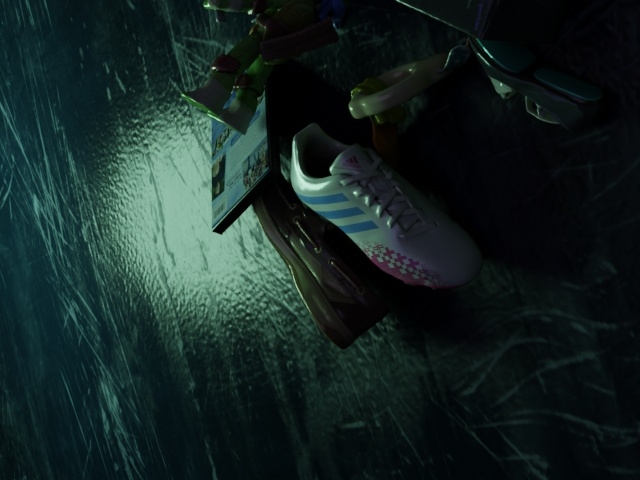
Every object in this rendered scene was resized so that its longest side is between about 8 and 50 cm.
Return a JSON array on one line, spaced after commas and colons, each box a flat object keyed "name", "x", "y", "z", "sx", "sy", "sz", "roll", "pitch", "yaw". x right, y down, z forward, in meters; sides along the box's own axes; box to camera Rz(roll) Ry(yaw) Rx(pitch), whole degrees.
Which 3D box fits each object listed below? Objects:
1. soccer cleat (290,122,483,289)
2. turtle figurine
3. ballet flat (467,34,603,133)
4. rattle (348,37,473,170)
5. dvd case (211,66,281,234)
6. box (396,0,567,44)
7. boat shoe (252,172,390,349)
[{"name": "soccer cleat", "x": 0.079, "y": -0.050, "z": 1.321, "sx": 0.331, "sy": 0.116, "sz": 0.143, "roll": 32, "pitch": 150, "yaw": 29}, {"name": "turtle figurine", "x": -0.126, "y": -0.319, "z": 1.445, "sx": 0.266, "sy": 0.274, "sz": 0.198, "roll": -60, "pitch": 8, "yaw": -1}, {"name": "ballet flat", "x": 0.261, "y": -0.198, "z": 1.195, "sx": 0.203, "sy": 0.074, "sz": 0.074, "roll": 38, "pitch": 122, "yaw": 26}, {"name": "rattle", "x": 0.149, "y": -0.188, "z": 1.307, "sx": 0.199, "sy": 0.130, "sz": 0.143, "roll": -19, "pitch": 94, "yaw": 18}, {"name": "dvd case", "x": -0.124, "y": -0.157, "z": 1.532, "sx": 0.180, "sy": 0.022, "sz": 0.253, "roll": -41, "pitch": 40, "yaw": 39}, {"name": "box", "x": 0.168, "y": -0.361, "z": 1.189, "sx": 0.270, "sy": 0.165, "sz": 0.143, "roll": 36, "pitch": 120, "yaw": 34}, {"name": "boat shoe", "x": 0.000, "y": 0.000, "z": 1.469, "sx": 0.123, "sy": 0.123, "sz": 0.342, "roll": -35, "pitch": 58, "yaw": 10}]
